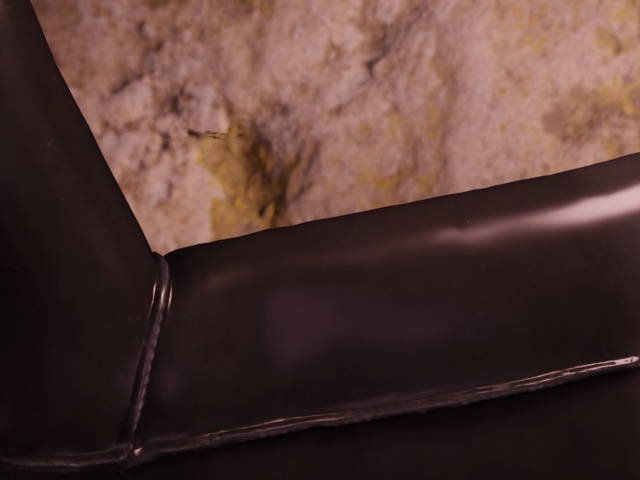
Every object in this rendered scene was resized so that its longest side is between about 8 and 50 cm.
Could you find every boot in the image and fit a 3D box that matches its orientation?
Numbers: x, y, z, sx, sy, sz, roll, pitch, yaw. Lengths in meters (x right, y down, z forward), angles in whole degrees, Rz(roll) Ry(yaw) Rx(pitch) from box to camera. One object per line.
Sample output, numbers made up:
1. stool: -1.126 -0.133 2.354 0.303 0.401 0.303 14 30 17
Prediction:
1. boot: 0.000 0.002 0.794 0.445 0.146 0.367 -5 110 -14
